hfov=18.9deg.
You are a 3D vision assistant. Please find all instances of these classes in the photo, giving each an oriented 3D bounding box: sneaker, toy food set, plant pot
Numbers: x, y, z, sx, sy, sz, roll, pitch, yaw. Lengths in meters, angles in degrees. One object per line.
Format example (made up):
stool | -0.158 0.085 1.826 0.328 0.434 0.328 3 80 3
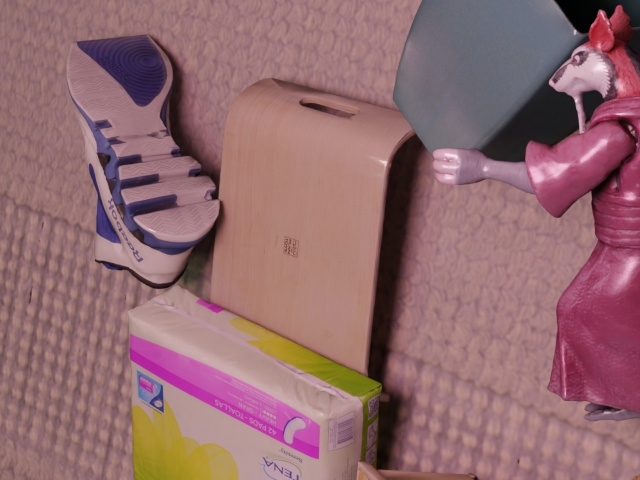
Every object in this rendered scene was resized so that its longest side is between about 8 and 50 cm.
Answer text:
sneaker | -0.215 -0.067 2.131 0.182 0.127 0.315 110 146 -46
toy food set | 0.000 0.000 2.010 0.219 0.092 0.306 19 112 37
plant pot | 0.186 -0.176 1.800 0.166 0.165 0.234 56 132 23

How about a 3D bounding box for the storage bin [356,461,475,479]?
storage bin | 0.115 0.368 1.814 0.262 0.123 0.260 -155 69 -74

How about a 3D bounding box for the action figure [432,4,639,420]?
action figure | 0.277 -0.016 1.635 0.275 0.248 0.370 18 125 55

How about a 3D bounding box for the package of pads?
package of pads | -0.075 0.208 2.019 0.296 0.101 0.229 24 126 35

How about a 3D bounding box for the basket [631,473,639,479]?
basket | 0.368 0.329 1.710 0.299 0.223 0.213 -51 29 28
